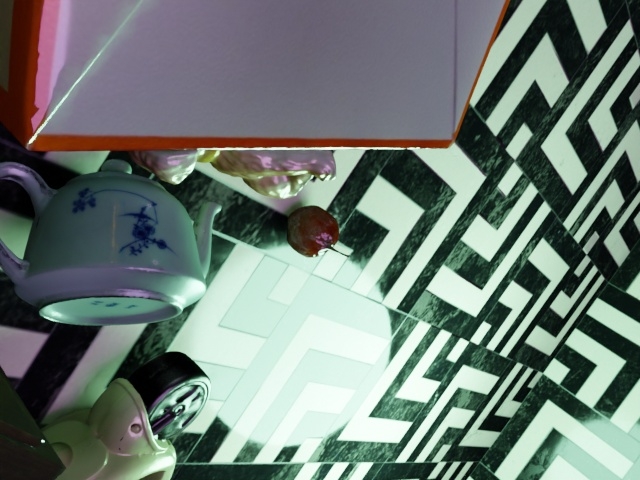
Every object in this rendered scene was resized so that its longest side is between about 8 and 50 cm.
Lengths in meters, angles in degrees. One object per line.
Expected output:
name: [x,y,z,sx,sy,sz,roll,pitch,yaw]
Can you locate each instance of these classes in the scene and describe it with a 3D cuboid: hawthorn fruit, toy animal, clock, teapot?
hawthorn fruit: [0.000,0.000,0.834,0.067,0.103,0.066,-24,138,-23]
toy animal: [-0.103,-0.088,0.651,0.185,0.184,0.104,-6,84,-25]
clock: [-0.275,0.313,0.783,0.277,0.120,0.378,-17,132,-47]
teapot: [-0.187,-0.006,0.600,0.232,0.159,0.158,12,111,-42]

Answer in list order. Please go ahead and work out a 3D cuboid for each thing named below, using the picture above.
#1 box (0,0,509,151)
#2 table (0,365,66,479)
box: [-0.051,-0.247,0.430,0.349,0.257,0.318,-9,125,-44]
table: [-0.336,0.144,0.515,0.172,0.169,0.193,-44,144,-13]
